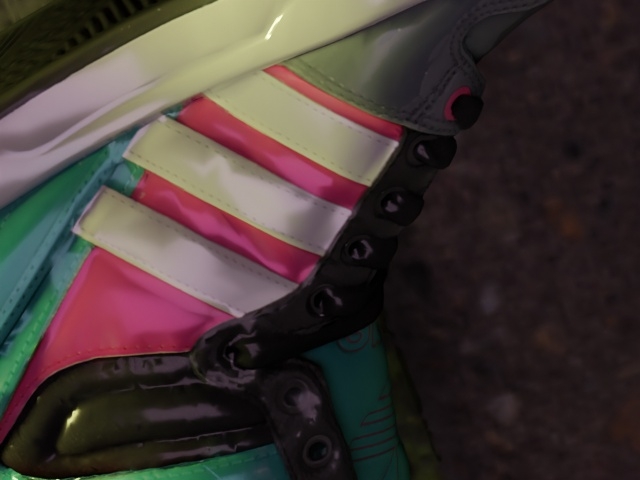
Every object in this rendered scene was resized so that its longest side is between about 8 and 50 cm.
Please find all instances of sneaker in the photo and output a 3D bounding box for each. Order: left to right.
[{"bbox_3d":[0.000,0.000,0.542,0.295,0.124,0.178,-27,113,12],"label":"sneaker"}]
